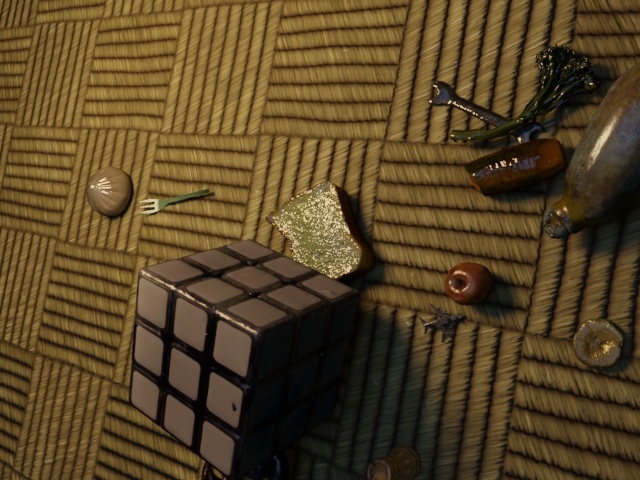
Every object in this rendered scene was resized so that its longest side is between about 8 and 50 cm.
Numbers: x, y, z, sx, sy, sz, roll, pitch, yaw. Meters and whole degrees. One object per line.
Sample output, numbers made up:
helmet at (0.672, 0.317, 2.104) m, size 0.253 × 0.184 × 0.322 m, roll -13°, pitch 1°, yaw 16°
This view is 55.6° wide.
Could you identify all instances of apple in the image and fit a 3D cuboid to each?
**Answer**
apple at (0.269, 0.079, 1.098) m, size 0.084 × 0.071 × 0.084 m, roll -9°, pitch 75°, yaw 37°

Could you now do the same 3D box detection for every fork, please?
fork at (-0.365, -0.101, 1.532) m, size 0.235 × 0.021 × 0.039 m, roll -9°, pitch 82°, yaw 28°

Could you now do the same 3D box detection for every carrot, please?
carrot at (0.345, -0.127, 1.078) m, size 0.173 × 0.082 × 0.082 m, roll -19°, pitch 73°, yaw 28°

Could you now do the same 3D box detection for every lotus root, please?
lotus root at (0.478, -0.126, 0.956) m, size 0.140 × 0.158 × 0.322 m, roll 36°, pitch 108°, yaw 30°

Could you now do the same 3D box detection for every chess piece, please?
chess piece at (0.130, 0.413, 1.097) m, size 0.066 × 0.122 × 0.066 m, roll -5°, pitch 81°, yaw 30°

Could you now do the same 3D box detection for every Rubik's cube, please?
Rubik's cube at (-0.146, 0.201, 1.153) m, size 0.304 × 0.305 × 0.301 m, roll 22°, pitch 112°, yaw 30°

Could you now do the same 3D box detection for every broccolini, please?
broccolini at (0.352, -0.265, 1.100) m, size 0.271 × 0.062 × 0.123 m, roll -24°, pitch 55°, yaw 22°

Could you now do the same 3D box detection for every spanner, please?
spanner at (0.308, -0.241, 1.154) m, size 0.254 × 0.015 × 0.054 m, roll 35°, pitch 102°, yaw 30°

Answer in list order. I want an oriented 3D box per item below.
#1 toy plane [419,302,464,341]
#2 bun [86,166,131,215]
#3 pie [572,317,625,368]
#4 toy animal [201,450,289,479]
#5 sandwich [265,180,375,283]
toy plane at (0.227, 0.151, 1.137) m, size 0.084 × 0.024 × 0.078 m, roll -18°, pitch 92°, yaw 27°
bun at (-0.581, -0.135, 1.623) m, size 0.138 × 0.094 × 0.138 m, roll -7°, pitch 77°, yaw 33°
pie at (0.457, 0.169, 1.000) m, size 0.084 × 0.020 × 0.084 m, roll -6°, pitch 78°, yaw 28°
toy animal at (-0.181, 0.432, 1.283) m, size 0.298 × 0.122 × 0.185 m, roll 50°, pitch 118°, yaw 34°
sandwich at (0.000, 0.000, 1.271) m, size 0.186 × 0.065 × 0.215 m, roll -29°, pitch 70°, yaw 24°
